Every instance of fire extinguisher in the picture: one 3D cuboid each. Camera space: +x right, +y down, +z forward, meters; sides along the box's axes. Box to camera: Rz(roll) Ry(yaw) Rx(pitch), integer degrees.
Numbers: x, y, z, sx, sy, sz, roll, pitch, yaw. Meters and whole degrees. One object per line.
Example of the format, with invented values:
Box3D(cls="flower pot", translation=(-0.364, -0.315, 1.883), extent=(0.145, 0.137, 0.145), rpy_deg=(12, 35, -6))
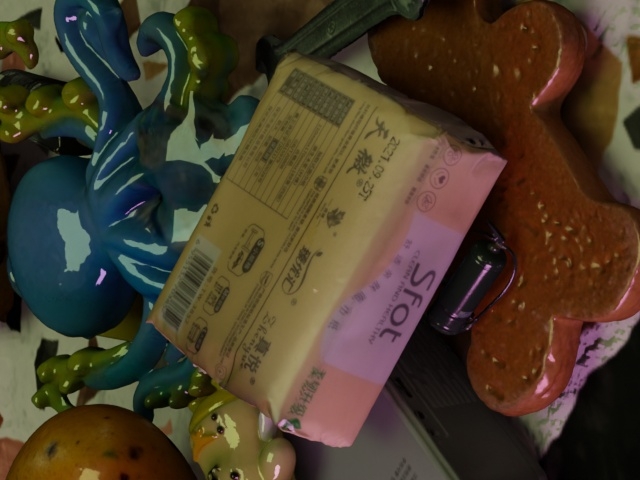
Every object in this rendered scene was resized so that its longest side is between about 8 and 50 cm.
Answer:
Box3D(cls="fire extinguisher", translation=(0.099, 0.025, 1.177), extent=(0.038, 0.025, 0.083), rpy_deg=(33, 125, 5))

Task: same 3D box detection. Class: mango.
Box3D(cls="mango", translation=(-0.165, 0.228, 1.453), extent=(0.191, 0.160, 0.290), rpy_deg=(49, 151, 30))

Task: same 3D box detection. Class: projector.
Box3D(cls="projector", translation=(0.036, 0.194, 1.293), extent=(0.192, 0.099, 0.257), rpy_deg=(54, 132, 37))

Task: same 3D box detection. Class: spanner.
Box3D(cls="spanner", translation=(0.013, -0.148, 1.304), extent=(0.302, 0.017, 0.071), rpy_deg=(150, 113, -65))

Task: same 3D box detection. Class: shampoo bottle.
Box3D(cls="shampoo bottle", translation=(-0.228, -0.109, 1.647), extent=(0.207, 0.063, 0.057), rpy_deg=(20, 109, 51))

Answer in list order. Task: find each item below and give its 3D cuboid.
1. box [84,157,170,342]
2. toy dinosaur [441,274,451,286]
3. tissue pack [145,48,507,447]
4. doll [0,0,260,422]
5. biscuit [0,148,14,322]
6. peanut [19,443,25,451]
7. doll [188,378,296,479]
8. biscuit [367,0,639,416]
Box3D(cls="box", translation=(-0.131, 0.010, 1.546), extent=(0.279, 0.041, 0.153), rpy_deg=(5, 97, 53))
Box3D(cls="toy dinosaur", translation=(0.046, 0.010, 1.293), extent=(0.120, 0.060, 0.029), rpy_deg=(55, 129, 31))
Box3D(cls="tissue pack", translation=(0.000, 0.000, 1.208), extent=(0.186, 0.090, 0.222), rpy_deg=(31, 93, 46))
Box3D(cls="doll", translation=(-0.151, -0.033, 1.474), extent=(0.341, 0.098, 0.346), rpy_deg=(-24, 85, 39))
Box3D(cls="biscuit", translation=(-0.369, -0.042, 1.795), extent=(0.296, 0.075, 0.296), rpy_deg=(35, 131, 56))
Box3D(cls="peanut", translation=(-0.211, 0.292, 1.629), extent=(0.125, 0.111, 0.275), rpy_deg=(146, 118, -63))
Box3D(cls="doll", translation=(-0.044, 0.170, 1.266), extent=(0.106, 0.062, 0.162), rpy_deg=(-50, 55, 48))
Box3D(cls="biscuit", translation=(0.114, -0.065, 1.208), extent=(0.205, 0.049, 0.324), rpy_deg=(-52, 54, 40))
